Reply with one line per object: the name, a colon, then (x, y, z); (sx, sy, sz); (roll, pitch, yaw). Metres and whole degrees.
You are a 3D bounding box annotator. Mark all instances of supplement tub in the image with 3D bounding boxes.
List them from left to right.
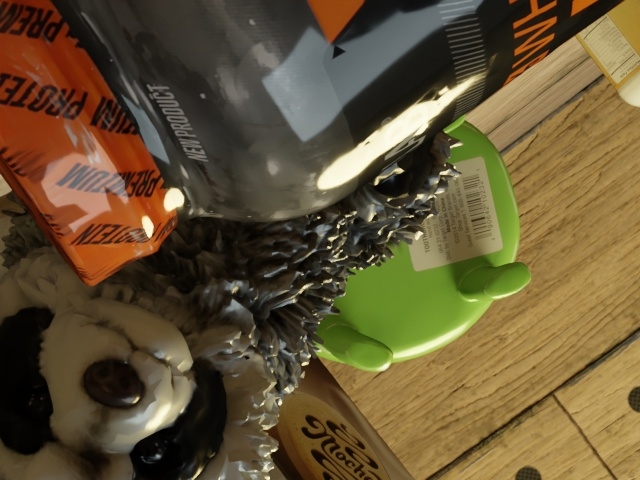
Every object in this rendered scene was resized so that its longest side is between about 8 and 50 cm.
supplement tub: (0.019, -0.146, 0.560); (0.338, 0.207, 0.207); (-35, 174, -8)
supplement tub: (0.316, -0.220, 1.700); (0.144, 0.199, 0.144); (-36, 174, -4)

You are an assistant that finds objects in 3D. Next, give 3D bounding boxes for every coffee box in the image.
coffee box: (-0.065, 0.141, 1.299); (0.119, 0.297, 0.168); (-42, 170, 22)

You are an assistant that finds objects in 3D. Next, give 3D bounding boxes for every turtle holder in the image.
turtle holder: (0.017, 0.010, 1.624); (0.320, 0.243, 0.227); (-44, -168, -8)

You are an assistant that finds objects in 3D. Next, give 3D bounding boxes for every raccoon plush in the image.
raccoon plush: (-0.061, 0.059, 0.964); (0.299, 0.216, 0.446); (-68, 163, -6)

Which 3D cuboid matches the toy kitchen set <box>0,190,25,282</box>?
toy kitchen set: (-0.231, 0.059, 1.012); (0.166, 0.122, 0.207); (-23, 178, 28)
